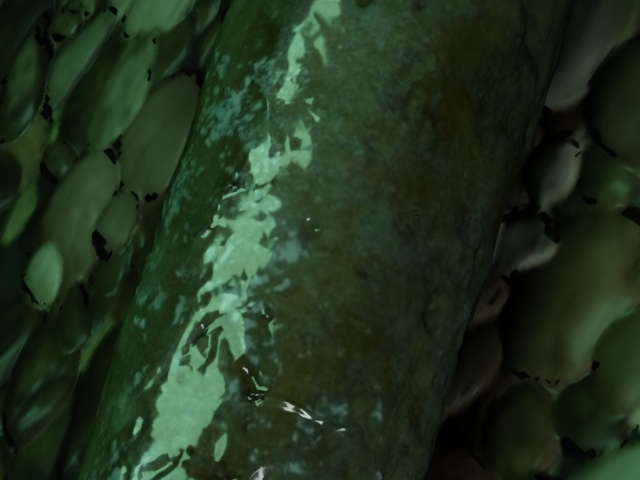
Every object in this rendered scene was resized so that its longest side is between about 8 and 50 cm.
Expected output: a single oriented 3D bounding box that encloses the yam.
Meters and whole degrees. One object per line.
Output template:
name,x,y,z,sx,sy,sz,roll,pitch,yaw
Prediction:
yam,0.000,0.000,0.412,0.078,0.078,0.179,0,66,51
